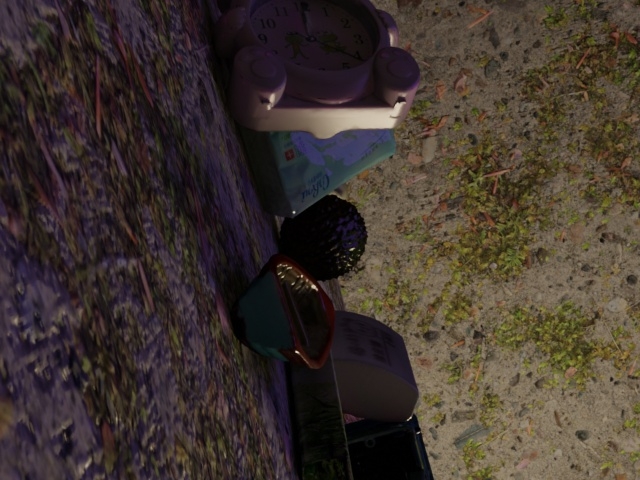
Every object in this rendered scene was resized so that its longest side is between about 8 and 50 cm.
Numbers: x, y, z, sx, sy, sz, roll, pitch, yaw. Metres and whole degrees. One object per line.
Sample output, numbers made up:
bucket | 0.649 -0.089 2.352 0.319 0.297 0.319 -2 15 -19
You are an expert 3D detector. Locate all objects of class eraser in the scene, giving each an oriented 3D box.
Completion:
eraser | 0.065 0.203 1.650 0.270 0.174 0.095 -90 -163 -77

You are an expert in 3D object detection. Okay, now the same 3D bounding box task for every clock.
clock | -0.020 -0.307 1.539 0.113 0.295 0.322 109 -28 -50

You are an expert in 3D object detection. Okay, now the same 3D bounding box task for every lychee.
lychee | 0.000 0.000 1.711 0.171 0.171 0.171 -15 90 -87

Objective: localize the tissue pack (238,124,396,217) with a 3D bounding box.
tissue pack | 0.003 -0.172 1.619 0.089 0.263 0.177 12 -55 48

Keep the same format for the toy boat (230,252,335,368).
toy boat | -0.036 0.088 1.161 0.392 0.079 0.136 41 32 -83

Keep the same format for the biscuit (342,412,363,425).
biscuit | 0.074 0.328 1.737 0.144 0.033 0.224 -17 83 -53

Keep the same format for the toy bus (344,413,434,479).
toy bus | 0.120 0.446 1.577 0.190 0.151 0.313 -6 81 -84

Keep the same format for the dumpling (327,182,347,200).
dumpling | -0.027 -0.115 2.094 0.179 0.131 0.252 51 -13 14

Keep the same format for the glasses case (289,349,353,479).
glasses case | -0.003 0.222 1.282 0.272 0.062 0.095 -100 180 -59
